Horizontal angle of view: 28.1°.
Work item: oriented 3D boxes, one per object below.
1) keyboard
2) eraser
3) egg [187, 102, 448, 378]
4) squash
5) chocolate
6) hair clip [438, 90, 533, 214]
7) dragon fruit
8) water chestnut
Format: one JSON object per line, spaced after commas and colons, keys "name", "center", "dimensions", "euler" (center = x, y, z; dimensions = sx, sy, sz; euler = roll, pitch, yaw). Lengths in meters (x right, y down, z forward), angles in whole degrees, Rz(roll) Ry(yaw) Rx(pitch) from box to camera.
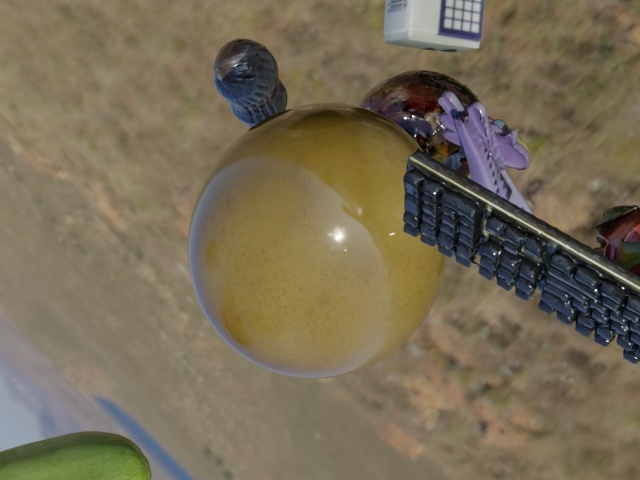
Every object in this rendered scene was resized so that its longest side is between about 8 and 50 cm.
{"name": "keyboard", "center": [0.185, 0.046, 0.787], "dimensions": [0.317, 0.027, 0.106], "euler": [31, 165, 16]}
{"name": "eraser", "center": [0.163, -0.408, 1.776], "dimensions": [0.124, 0.279, 0.081], "euler": [3, -179, -27]}
{"name": "egg", "center": [0.000, 0.000, 1.222], "dimensions": [0.250, 0.250, 0.322], "euler": [44, 157, 7]}
{"name": "squash", "center": [-0.362, 0.289, 1.357], "dimensions": [0.118, 0.370, 0.118], "euler": [167, 90, -78]}
{"name": "chocolate", "center": [-0.077, -0.172, 1.413], "dimensions": [0.072, 0.072, 0.167], "euler": [42, 174, 16]}
{"name": "hair clip", "center": [0.223, -0.104, 1.739], "dimensions": [0.137, 0.090, 0.278], "euler": [29, 149, 38]}
{"name": "dragon fruit", "center": [0.220, 0.010, 0.837], "dimensions": [0.116, 0.081, 0.086], "euler": [1, 158, 46]}
{"name": "water chestnut", "center": [0.156, -0.165, 2.072], "dimensions": [0.224, 0.223, 0.238], "euler": [53, -154, -29]}
